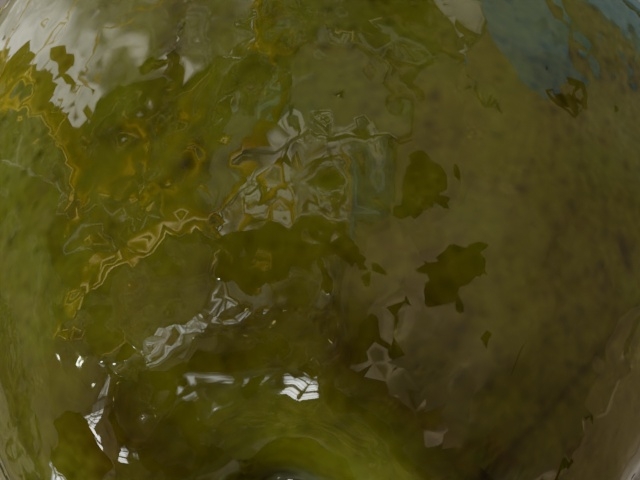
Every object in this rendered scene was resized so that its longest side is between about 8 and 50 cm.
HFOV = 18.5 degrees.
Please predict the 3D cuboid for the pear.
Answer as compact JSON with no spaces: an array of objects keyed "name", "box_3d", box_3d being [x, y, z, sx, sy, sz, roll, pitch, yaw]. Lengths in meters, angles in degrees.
[{"name":"pear","box_3d":[0.000,0.000,0.626,0.307,0.253,0.253,-80,-12,-60]}]
